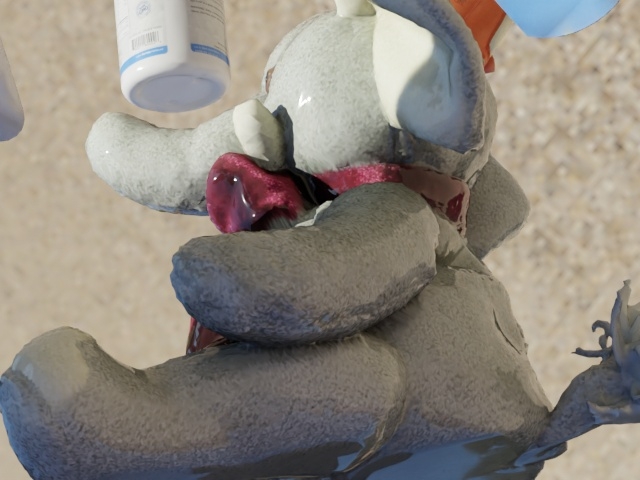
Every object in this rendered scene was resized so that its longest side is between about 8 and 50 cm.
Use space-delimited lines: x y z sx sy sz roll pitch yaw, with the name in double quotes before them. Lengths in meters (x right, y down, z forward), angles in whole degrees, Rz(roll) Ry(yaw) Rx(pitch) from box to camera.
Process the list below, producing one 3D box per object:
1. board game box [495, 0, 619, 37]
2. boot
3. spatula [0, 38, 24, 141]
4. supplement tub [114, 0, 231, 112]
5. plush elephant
"board game box" 0.121 -0.195 1.088 0.169 0.033 0.133 51 136 22
"boot" 0.088 -0.137 1.529 0.084 0.158 0.059 35 171 -5
"spatula" -0.222 -0.122 0.735 0.168 0.019 0.242 -5 128 20
"supplement tub" -0.095 -0.142 1.268 0.071 0.107 0.071 -5 159 -2
"plush elephant" 0.000 0.000 0.923 0.272 0.330 0.255 72 -179 -62
